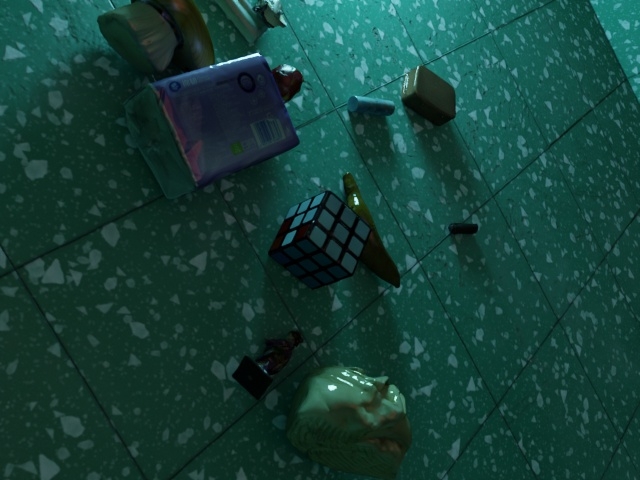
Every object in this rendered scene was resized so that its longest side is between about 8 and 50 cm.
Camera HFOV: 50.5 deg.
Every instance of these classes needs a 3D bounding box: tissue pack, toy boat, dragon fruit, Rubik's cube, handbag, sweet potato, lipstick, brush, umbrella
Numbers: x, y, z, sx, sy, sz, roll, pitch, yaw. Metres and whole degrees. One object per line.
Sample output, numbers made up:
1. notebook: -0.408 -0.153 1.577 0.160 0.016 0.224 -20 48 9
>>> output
1. tissue pack: -0.243 -0.259 1.529 0.338 0.160 0.242 -30 99 -41
2. toy boat: -0.137 -0.629 1.794 0.084 0.066 0.210 41 26 -37
3. dragon fruit: -0.113 -0.381 1.738 0.094 0.094 0.190 44 63 -21
4. Rubik's cube: 0.000 0.000 1.646 0.160 0.162 0.163 40 54 -22
5. handbag: 0.348 -0.469 2.173 0.193 0.072 0.151 21 62 -32
6. sweet potato: 0.119 -0.019 1.819 0.346 0.079 0.108 67 19 2
7. lipstick: 0.151 -0.395 1.991 0.158 0.048 0.048 -3 77 -42
8. brush: -0.349 -0.440 1.517 0.166 0.174 0.266 -53 135 -20
9. umbrella: 0.450 -0.036 2.134 0.133 0.031 0.036 1 73 -40

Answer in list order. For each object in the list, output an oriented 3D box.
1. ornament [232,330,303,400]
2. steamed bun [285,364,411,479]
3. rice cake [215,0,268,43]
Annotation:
1. ornament: -0.110 0.257 1.530 0.081 0.088 0.203 38 37 5
2. steamed bun: 0.076 0.388 1.522 0.289 0.276 0.203 18 49 -8
3. rice cake: -0.227 -0.617 1.751 0.221 0.042 0.080 47 52 -17
